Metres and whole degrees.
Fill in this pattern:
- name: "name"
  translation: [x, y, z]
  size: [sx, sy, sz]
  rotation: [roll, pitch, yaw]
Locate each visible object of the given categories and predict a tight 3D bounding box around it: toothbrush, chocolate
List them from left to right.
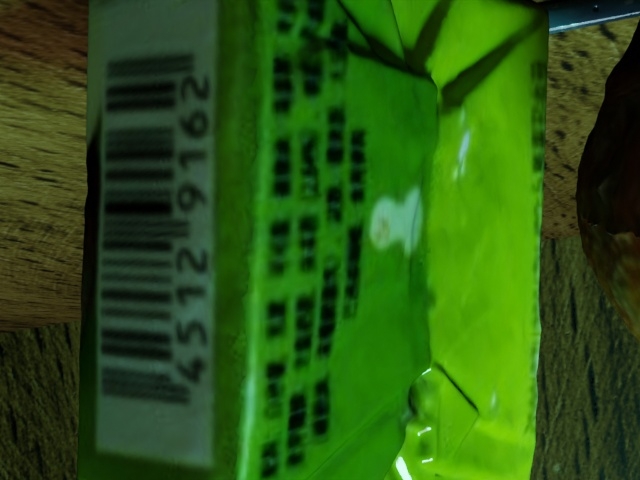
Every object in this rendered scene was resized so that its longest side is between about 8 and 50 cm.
- name: "chocolate"
  translation: [0.000, 0.000, 1.013]
  size: [0.137, 0.301, 0.289]
  rotation: [4, -178, 35]
- name: "toothbrush"
  translation: [0.240, -0.155, 1.134]
  size: [0.275, 0.019, 0.025]
  rotation: [-10, -179, 13]

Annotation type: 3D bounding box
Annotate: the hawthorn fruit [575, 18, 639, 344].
- name: "hawthorn fruit"
  translation: [0.297, -0.039, 1.030]
  size: [0.311, 0.295, 0.295]
  rotation: [13, 164, -27]
